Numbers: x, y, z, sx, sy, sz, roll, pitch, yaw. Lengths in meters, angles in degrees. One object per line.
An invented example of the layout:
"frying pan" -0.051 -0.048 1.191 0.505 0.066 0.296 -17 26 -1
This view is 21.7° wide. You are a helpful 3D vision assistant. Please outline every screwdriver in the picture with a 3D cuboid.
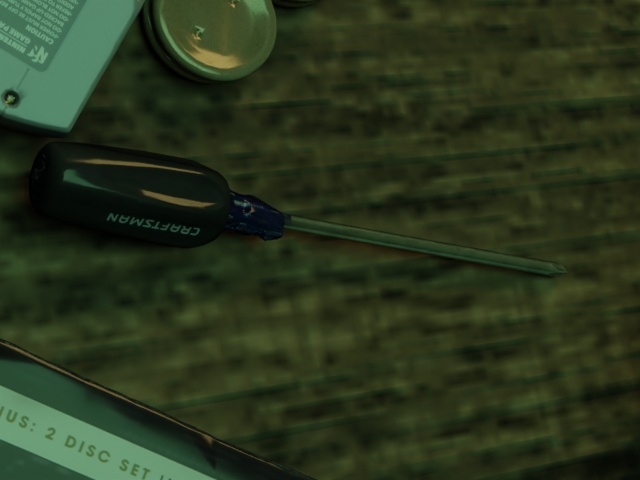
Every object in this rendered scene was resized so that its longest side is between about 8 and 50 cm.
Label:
"screwdriver" 0.000 0.000 0.455 0.170 0.024 0.025 15 99 -32

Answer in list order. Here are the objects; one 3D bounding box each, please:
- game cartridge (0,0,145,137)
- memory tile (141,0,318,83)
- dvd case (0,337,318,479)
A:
"game cartridge" -0.090 -0.063 0.415 0.083 0.017 0.056 32 71 -15
"memory tile" -0.022 -0.123 0.476 0.113 0.012 0.148 49 60 -9
"dvd case" -0.052 0.150 0.377 0.164 0.018 0.221 26 67 -15
